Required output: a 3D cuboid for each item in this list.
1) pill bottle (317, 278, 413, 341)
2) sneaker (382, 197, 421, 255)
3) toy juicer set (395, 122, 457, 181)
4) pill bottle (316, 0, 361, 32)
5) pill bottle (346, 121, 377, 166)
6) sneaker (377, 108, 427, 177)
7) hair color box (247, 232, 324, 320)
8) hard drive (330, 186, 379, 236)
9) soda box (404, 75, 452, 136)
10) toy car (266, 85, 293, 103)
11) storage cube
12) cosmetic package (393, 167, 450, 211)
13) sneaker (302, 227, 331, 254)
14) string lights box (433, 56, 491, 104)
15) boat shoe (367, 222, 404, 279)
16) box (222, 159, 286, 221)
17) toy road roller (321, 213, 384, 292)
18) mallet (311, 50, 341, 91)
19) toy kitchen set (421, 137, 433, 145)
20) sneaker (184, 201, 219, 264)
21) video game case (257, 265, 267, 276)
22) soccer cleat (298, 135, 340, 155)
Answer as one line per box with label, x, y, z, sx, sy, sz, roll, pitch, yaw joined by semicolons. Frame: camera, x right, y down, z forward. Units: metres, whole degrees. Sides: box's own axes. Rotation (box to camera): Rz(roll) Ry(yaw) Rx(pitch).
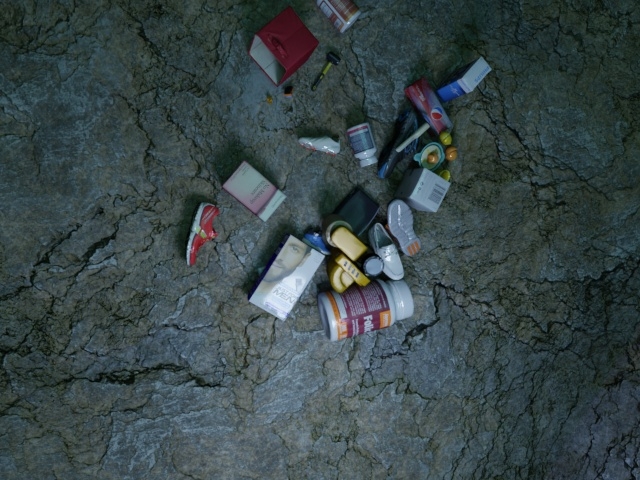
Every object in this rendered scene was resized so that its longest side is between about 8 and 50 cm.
pill bottle;0.202;0.303;1.860;0.392;0.224;0.224;-12;98;-11
sneaker;0.336;-0.079;1.863;0.125;0.180;0.321;-32;128;-7
toy juicer set;0.513;-0.409;1.849;0.329;0.089;0.209;26;99;-34
pill bottle;0.062;-1.012;1.749;0.121;0.121;0.216;-46;104;-5
pill bottle;0.192;-0.428;1.845;0.108;0.108;0.180;-21;99;-10
sneaker;0.381;-0.427;1.882;0.140;0.125;0.340;27;91;-19
hair color box;-0.153;0.158;1.805;0.185;0.110;0.338;32;86;-14
hard drive;0.149;-0.104;1.894;0.172;0.054;0.254;41;86;-14
soda box;0.499;-0.616;1.905;0.083;0.092;0.263;-37;102;-6
toy car;-0.173;-0.632;1.786;0.122;0.060;0.040;-14;143;5
storage cube;-0.154;-0.787;1.680;0.193;0.215;0.183;-46;103;-12
cosmetic package;0.463;-0.231;1.888;0.151;0.184;0.151;27;89;-16
sneaker;0.000;0.000;1.868;0.152;0.058;0.084;30;97;-8
string lights box;0.625;-0.709;1.839;0.077;0.260;0.133;43;85;-13
boat shoe;0.300;0.046;1.867;0.098;0.096;0.277;-22;72;-16
box;-0.283;-0.208;1.746;0.232;0.127;0.148;40;86;-13
toy road roller;0.096;0.072;1.779;0.240;0.202;0.329;-44;107;5
mallet;0.010;-0.747;1.810;0.062;0.039;0.189;41;90;-13
toy kitchen set;0.489;-0.438;1.953;0.068;0.075;0.083;25;50;-18
sneaker;-0.496;-0.021;1.731;0.118;0.107;0.279;16;94;-23
video game case;-0.193;0.173;1.861;0.157;0.019;0.143;-15;99;-12
soccer cleat;-0.004;-0.435;1.824;0.196;0.068;0.076;11;88;-21
